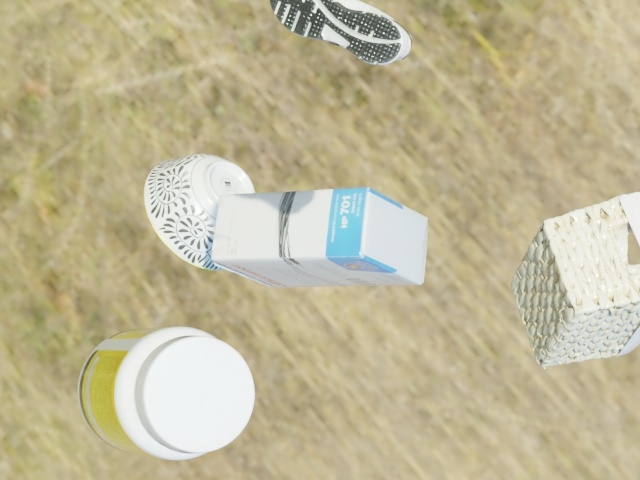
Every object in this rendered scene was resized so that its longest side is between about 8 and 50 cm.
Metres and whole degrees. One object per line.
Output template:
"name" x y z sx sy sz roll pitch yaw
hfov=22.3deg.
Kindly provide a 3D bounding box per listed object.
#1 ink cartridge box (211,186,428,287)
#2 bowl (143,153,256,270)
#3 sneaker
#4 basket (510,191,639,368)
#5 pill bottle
"ink cartridge box" 0.000 0.000 1.749 0.139 0.190 0.082 24 69 -56
"bowl" -0.138 -0.053 2.110 0.170 0.170 0.080 -12 159 -45
"sneaker" 0.013 -0.146 1.082 0.040 0.109 0.043 -62 160 14
"basket" 0.257 0.042 1.561 0.103 0.113 0.167 -11 157 -12
"pill bottle" -0.139 0.137 1.459 0.119 0.119 0.208 -31 -173 -20
